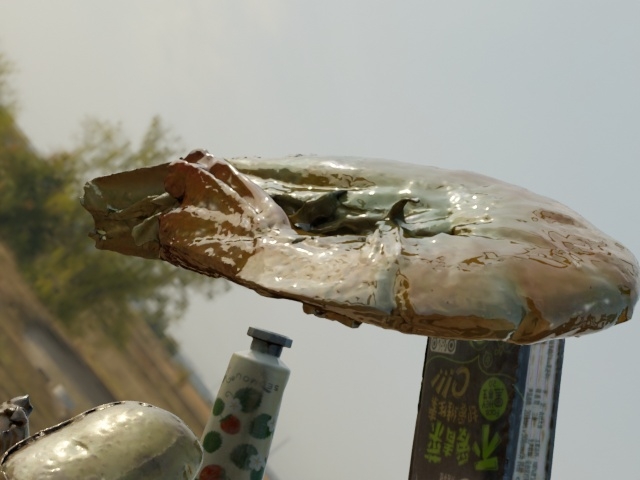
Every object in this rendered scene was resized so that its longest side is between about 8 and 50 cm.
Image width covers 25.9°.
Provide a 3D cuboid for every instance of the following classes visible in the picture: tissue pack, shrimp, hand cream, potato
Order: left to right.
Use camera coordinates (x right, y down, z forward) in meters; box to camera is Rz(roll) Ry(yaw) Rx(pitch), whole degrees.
[{"bbox_3d":[-0.170,0.177,1.037,0.107,0.170,0.080,36,-42,34],"label":"potato"},{"bbox_3d":[-0.088,0.220,1.341,0.095,0.276,0.059,17,-4,-8],"label":"hand cream"},{"bbox_3d":[0.000,-0.002,0.462,0.217,0.051,0.115,12,10,32],"label":"shrimp"},{"bbox_3d":[0.162,0.168,1.369,0.073,0.235,0.173,9,-4,-27],"label":"tissue pack"}]

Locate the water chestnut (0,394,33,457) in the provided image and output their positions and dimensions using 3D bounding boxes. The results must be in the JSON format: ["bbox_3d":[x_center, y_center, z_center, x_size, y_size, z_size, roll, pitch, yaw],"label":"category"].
[{"bbox_3d":[-0.407,0.277,1.363,0.335,0.347,0.335,20,-44,20],"label":"water chestnut"}]
